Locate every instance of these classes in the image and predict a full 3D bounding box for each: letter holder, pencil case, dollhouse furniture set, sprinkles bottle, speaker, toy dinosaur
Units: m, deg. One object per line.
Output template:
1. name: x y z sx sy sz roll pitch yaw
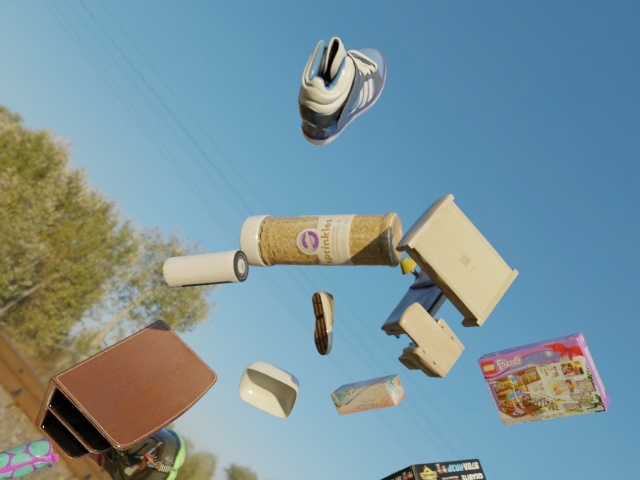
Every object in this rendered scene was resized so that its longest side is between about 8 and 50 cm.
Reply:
1. letter holder: -0.396 0.340 1.273 0.214 0.302 0.152 39 -60 13
2. pencil case: -0.606 0.442 1.176 0.070 0.152 0.064 -2 -86 45
3. dollhouse furniture set: 0.164 0.091 1.158 0.198 0.286 0.303 47 -25 -9
4. sprinkles bottle: 0.000 0.000 1.332 0.356 0.121 0.121 -1 -48 22
5. speaker: -0.192 0.048 0.997 0.136 0.055 0.055 -6 -51 19
6. toy dinosaur: -0.377 0.486 1.308 0.047 0.090 0.082 57 -2 29

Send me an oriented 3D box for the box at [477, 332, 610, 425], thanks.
1. box: 0.603 0.383 1.634 0.293 0.057 0.200 -23 -93 37

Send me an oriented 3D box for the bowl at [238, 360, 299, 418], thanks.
1. bowl: -0.119 0.349 1.431 0.142 0.053 0.142 23 -50 5

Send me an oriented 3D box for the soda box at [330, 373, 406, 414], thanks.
1. soda box: 0.116 0.382 1.478 0.183 0.058 0.062 -23 -91 37

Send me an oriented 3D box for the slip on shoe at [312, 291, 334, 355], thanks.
1. slip on shoe: 0.012 0.176 1.273 0.051 0.041 0.135 -28 -116 46

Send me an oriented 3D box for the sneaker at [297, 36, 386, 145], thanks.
1. sneaker: 0.063 -0.382 1.337 0.130 0.322 0.236 31 -24 11

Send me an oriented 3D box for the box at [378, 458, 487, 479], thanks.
1. box: 0.196 0.489 1.184 0.175 0.220 0.051 -40 -128 33

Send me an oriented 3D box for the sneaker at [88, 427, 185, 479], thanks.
1. sneaker: -0.536 0.502 1.510 0.483 0.185 0.202 9 -26 36
